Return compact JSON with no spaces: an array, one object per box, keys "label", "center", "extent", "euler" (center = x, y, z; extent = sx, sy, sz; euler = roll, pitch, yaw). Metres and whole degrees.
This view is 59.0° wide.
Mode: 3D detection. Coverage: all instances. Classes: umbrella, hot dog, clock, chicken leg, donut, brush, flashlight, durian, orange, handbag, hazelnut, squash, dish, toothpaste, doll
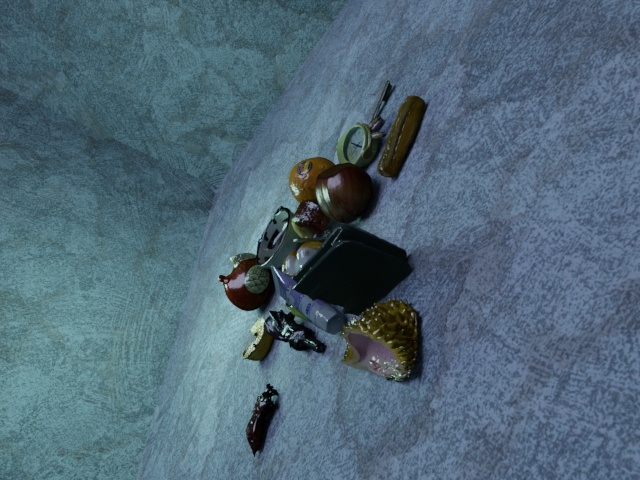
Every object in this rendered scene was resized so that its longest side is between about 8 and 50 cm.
[{"label":"umbrella","center":[-0.082,0.315,1.917],"extent":[0.340,0.118,0.118],"euler":[12,78,59]},{"label":"hot dog","center":[0.262,-0.337,1.847],"extent":[0.068,0.083,0.288],"euler":[140,153,-85]},{"label":"clock","center":[0.151,-0.352,2.080],"extent":[0.232,0.069,0.169],"euler":[-43,45,43]},{"label":"chicken leg","center":[-0.203,0.605,1.924],"extent":[0.233,0.063,0.105],"euler":[-70,17,-7]},{"label":"donut","center":[-0.236,0.388,2.220],"extent":[0.146,0.078,0.181],"euler":[-43,24,42]},{"label":"brush","center":[0.234,-0.521,2.180],"extent":[0.034,0.028,0.190],"euler":[-120,50,-69]},{"label":"flashlight","center":[0.201,-0.413,2.128],"extent":[0.110,0.031,0.052],"euler":[-52,49,22]},{"label":"durian","center":[0.158,0.229,1.456],"extent":[0.195,0.185,0.305],"euler":[-48,6,-21]},{"label":"donut","center":[-0.045,-0.068,2.141],"extent":[0.085,0.141,0.217],"euler":[-55,4,-22]},{"label":"orange","center":[-0.012,-0.219,2.157],"extent":[0.219,0.219,0.193],"euler":[-38,27,49]},{"label":"handbag","center":[0.084,0.091,1.556],"extent":[0.260,0.248,0.079],"euler":[-49,33,33]},{"label":"hazelnut","center":[0.088,-0.168,1.949],"extent":[0.210,0.210,0.186],"euler":[-37,11,51]},{"label":"squash","center":[-0.048,0.235,1.948],"extent":[0.200,0.075,0.090],"euler":[7,91,45]},{"label":"dish","center":[-0.156,0.005,2.376],"extent":[0.303,0.120,0.303],"euler":[-48,27,34]},{"label":"toothpaste","center":[-0.055,0.196,1.854],"extent":[0.371,0.080,0.125],"euler":[31,139,51]},{"label":"doll","center":[-0.042,0.095,1.968],"extent":[0.270,0.162,0.166],"euler":[-18,70,55]}]

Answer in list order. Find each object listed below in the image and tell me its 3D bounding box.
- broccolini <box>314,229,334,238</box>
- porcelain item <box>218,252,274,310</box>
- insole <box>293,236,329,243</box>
[{"label":"broccolini","center":[0.009,-0.006,2.093],"extent":[0.216,0.058,0.067],"euler":[8,78,68]},{"label":"porcelain item","center":[-0.329,0.176,2.449],"extent":[0.253,0.253,0.252],"euler":[-49,26,35]},{"label":"insole","center":[0.000,0.000,1.941],"extent":[0.063,0.192,0.010],"euler":[145,121,-64]}]
